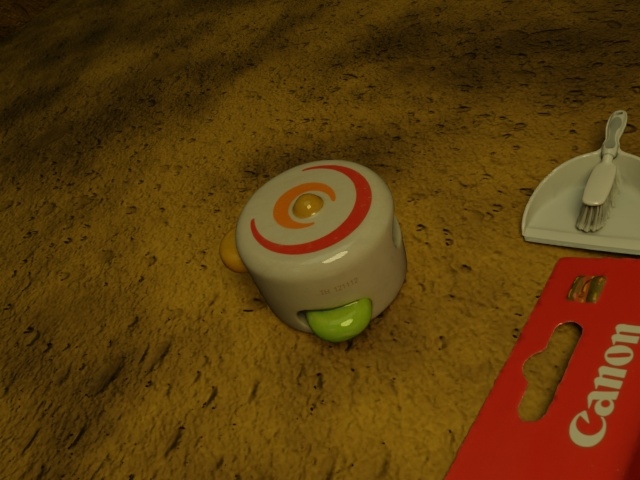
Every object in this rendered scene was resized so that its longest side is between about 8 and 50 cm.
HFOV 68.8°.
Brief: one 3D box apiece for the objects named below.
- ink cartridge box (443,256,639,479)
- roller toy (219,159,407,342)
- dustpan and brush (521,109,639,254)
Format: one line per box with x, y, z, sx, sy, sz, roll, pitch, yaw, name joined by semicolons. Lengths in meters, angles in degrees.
0.280;0.089;0.313;0.308;0.091;0.385;-50;24;-25;ink cartridge box
0.000;0.000;0.571;0.209;0.146;0.191;24;60;36;roller toy
0.346;-0.082;0.571;0.147;0.060;0.211;9;48;37;dustpan and brush
